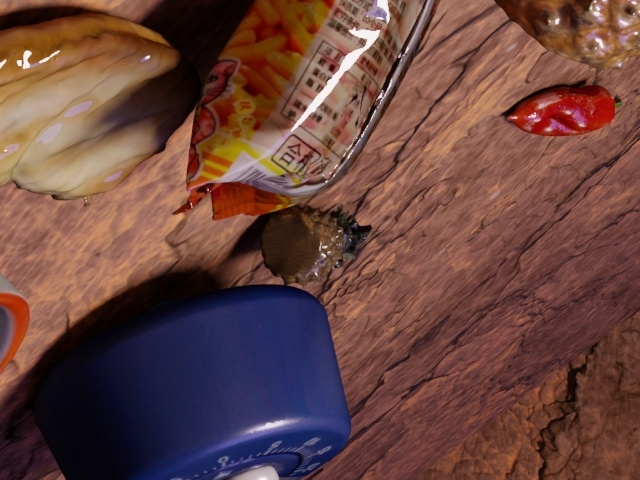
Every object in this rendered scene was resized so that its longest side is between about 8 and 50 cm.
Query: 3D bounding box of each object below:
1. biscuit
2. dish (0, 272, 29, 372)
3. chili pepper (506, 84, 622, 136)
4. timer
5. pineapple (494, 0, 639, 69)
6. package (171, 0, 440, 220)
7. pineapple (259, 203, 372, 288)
[{"bbox_3d":[-0.177,-0.078,1.088,0.154,0.045,0.299,-44,162,21],"label":"biscuit"},{"bbox_3d":[-0.308,0.068,1.064,0.256,0.117,0.256,-36,163,-13],"label":"dish"},{"bbox_3d":[0.255,-0.132,1.851,0.191,0.050,0.059,-11,165,-43],"label":"chili pepper"},{"bbox_3d":[-0.061,0.257,1.536,0.270,0.383,0.270,-20,160,-7],"label":"timer"},{"bbox_3d":[0.233,-0.270,1.313,0.158,0.158,0.278,-20,143,-48],"label":"pineapple"},{"bbox_3d":[0.007,-0.124,1.199,0.288,0.108,0.223,-56,171,0],"label":"package"},{"bbox_3d":[0.000,0.000,1.635,0.074,0.074,0.159,-44,168,17],"label":"pineapple"}]
